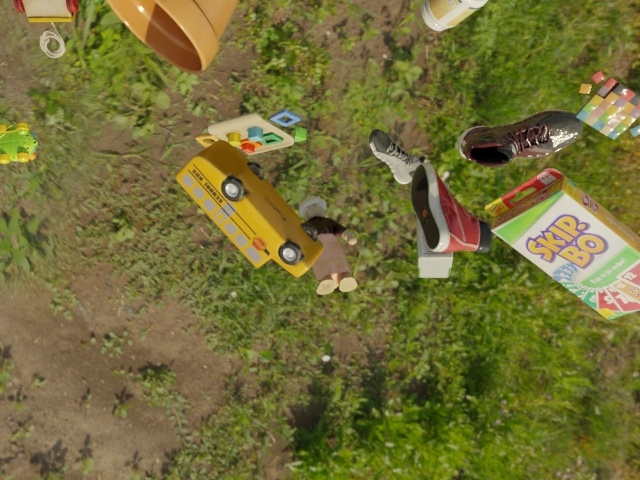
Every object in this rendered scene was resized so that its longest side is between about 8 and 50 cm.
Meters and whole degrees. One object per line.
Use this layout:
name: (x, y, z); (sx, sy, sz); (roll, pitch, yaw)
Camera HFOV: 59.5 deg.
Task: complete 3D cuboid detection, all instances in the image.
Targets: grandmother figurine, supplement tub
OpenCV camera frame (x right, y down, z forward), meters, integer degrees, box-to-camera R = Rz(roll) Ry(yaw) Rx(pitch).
grandmother figurine: (0.000, 0.000, 1.698); (0.208, 0.342, 0.104); (1, 141, -19)
supplement tub: (0.441, -0.795, 1.845); (0.144, 0.200, 0.144); (5, 79, -27)

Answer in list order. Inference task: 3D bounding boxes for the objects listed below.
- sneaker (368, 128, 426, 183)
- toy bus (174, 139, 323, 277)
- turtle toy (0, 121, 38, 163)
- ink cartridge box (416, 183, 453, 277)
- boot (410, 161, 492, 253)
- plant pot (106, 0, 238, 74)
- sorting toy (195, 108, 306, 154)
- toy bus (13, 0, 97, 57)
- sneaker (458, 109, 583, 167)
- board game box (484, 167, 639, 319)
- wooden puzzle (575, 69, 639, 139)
sneaker: (0.257, -0.267, 1.732); (0.229, 0.132, 0.086); (43, 65, -35)
toy bus: (-0.148, -0.059, 1.208); (0.332, 0.130, 0.108); (49, 34, -8)
turtle toy: (-0.727, -0.225, 1.325); (0.130, 0.066, 0.095); (-4, 85, 9)
ink cartridge box: (0.293, -0.024, 1.453); (0.153, 0.087, 0.208); (68, 23, -65)
boot: (0.322, -0.077, 1.348); (0.176, 0.088, 0.244); (3, 58, -21)
plant pot: (-0.315, -0.548, 1.248); (0.291, 0.291, 0.203); (44, 75, -33)
sorting toy: (-0.200, -0.293, 1.617); (0.196, 0.348, 0.047); (25, 62, -58)
toy bus: (-0.448, -0.447, 0.924); (0.202, 0.104, 0.191); (-38, 115, 25)
sneaker: (0.460, -0.216, 1.275); (0.281, 0.162, 0.106); (-11, 111, 16)
board game box: (0.354, 0.011, 0.755); (0.259, 0.124, 0.039); (37, 53, -10)
wooden puzzle: (0.298, -0.134, 0.571); (0.083, 0.049, 0.006); (30, 41, -3)
